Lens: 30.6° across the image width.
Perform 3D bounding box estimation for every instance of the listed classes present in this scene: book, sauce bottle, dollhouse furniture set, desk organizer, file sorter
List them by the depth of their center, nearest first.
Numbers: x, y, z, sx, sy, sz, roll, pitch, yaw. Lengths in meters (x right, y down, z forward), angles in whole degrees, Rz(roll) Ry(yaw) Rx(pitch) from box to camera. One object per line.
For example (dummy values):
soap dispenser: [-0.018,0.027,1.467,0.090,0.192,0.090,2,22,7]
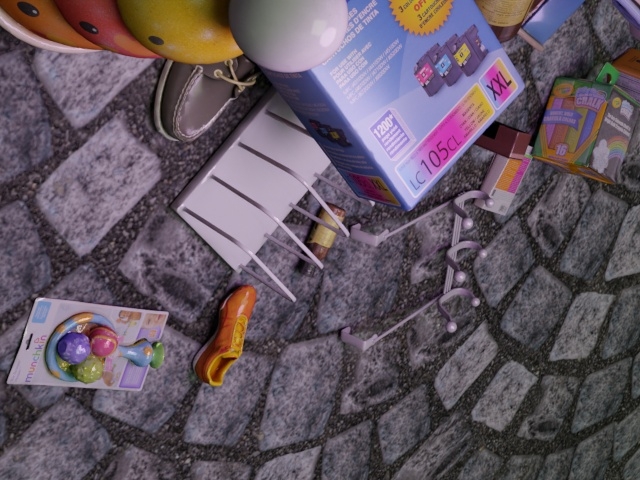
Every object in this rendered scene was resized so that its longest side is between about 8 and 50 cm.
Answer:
file sorter: [-0.043,-0.074,1.767,0.278,0.173,0.193,-50,139,-9]
sauce bottle: [0.284,-0.390,1.866,0.111,0.111,0.344,-34,161,-26]
dollhouse furniture set: [0.399,-0.385,1.882,0.286,0.303,0.198,31,111,-34]
sauce bottle: [0.000,0.000,1.956,0.042,0.042,0.128,18,100,-49]
desk organizer: [0.307,-0.186,2.084,0.047,0.130,0.050,5,108,-47]
book: [0.357,-0.122,2.251,0.096,0.035,0.144,13,104,-52]

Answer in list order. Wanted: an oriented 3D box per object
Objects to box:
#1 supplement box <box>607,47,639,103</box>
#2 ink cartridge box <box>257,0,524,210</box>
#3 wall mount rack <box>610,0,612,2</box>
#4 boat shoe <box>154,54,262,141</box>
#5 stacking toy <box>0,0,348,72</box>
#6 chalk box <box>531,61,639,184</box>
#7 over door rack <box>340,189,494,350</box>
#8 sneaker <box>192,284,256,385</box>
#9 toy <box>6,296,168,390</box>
supplement box: [0.684,-0.300,2.314,0.078,0.233,0.080,-35,138,-26]
ink cartridge box: [0.064,-0.275,1.578,0.270,0.151,0.395,-47,117,-16]
wall mount rack: [0.611,-0.571,1.999,0.130,0.350,0.304,4,83,-29]
boat shoe: [-0.124,-0.265,1.627,0.109,0.091,0.305,32,90,-50]
stacking toy: [-0.150,-0.306,1.269,0.350,0.480,0.351,-24,130,-31]
chalk box: [0.518,-0.235,2.256,0.132,0.132,0.213,21,87,-48]
over door rack: [0.192,0.060,2.138,0.324,0.108,0.240,-18,125,-37]
sneaker: [-0.142,0.155,1.890,0.064,0.067,0.175,18,99,-47]
toy: [-0.326,0.164,1.717,0.237,0.056,0.137,10,105,-48]
